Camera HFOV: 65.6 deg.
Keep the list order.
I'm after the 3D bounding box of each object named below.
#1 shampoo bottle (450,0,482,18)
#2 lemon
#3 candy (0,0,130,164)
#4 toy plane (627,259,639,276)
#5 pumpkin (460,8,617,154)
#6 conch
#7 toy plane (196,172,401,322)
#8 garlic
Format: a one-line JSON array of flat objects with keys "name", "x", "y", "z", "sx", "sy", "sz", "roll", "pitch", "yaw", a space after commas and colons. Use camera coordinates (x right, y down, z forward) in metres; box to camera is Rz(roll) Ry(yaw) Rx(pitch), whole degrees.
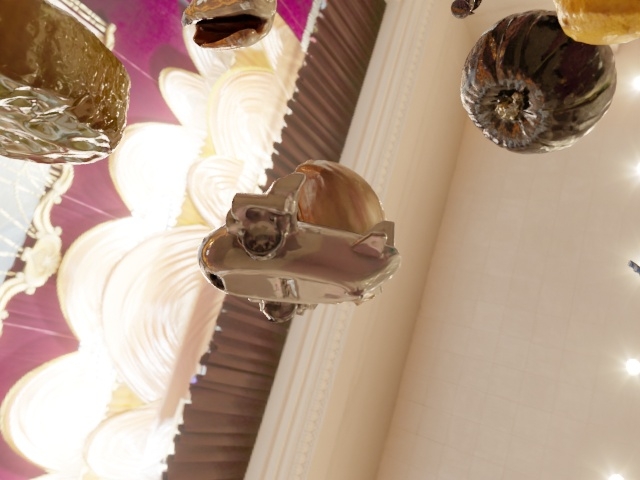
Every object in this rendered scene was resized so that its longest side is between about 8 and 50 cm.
[{"name": "shampoo bottle", "x": 0.342, "y": -0.564, "z": 1.100, "sx": 0.072, "sy": 0.072, "sz": 0.214, "roll": 7, "pitch": -128, "yaw": 35}, {"name": "lemon", "x": 0.380, "y": -0.311, "z": 0.636, "sx": 0.155, "sy": 0.114, "sz": 0.114, "roll": 12, "pitch": -102, "yaw": 35}, {"name": "candy", "x": -0.324, "y": -0.158, "z": 0.496, "sx": 0.259, "sy": 0.260, "sz": 0.118, "roll": 2, "pitch": -105, "yaw": 33}, {"name": "toy plane", "x": 0.724, "y": 0.075, "z": 0.912, "sx": 0.273, "sy": 0.107, "sz": 0.182, "roll": -45, "pitch": -127, "yaw": 55}, {"name": "pumpkin", "x": 0.474, "y": -0.348, "z": 1.105, "sx": 0.323, "sy": 0.323, "sz": 0.241, "roll": 31, "pitch": -111, "yaw": 37}, {"name": "conch", "x": -0.124, "y": -0.311, "z": 0.668, "sx": 0.176, "sy": 0.104, "sz": 0.094, "roll": -13, "pitch": -154, "yaw": 18}, {"name": "toy plane", "x": -0.027, "y": 0.020, "z": 0.612, "sx": 0.252, "sy": 0.252, "sz": 0.118, "roll": -18, "pitch": -134, "yaw": 26}, {"name": "garlic", "x": 0.000, "y": 0.000, "z": 0.728, "sx": 0.217, "sy": 0.110, "sz": 0.228, "roll": -36, "pitch": -96, "yaw": 40}]
